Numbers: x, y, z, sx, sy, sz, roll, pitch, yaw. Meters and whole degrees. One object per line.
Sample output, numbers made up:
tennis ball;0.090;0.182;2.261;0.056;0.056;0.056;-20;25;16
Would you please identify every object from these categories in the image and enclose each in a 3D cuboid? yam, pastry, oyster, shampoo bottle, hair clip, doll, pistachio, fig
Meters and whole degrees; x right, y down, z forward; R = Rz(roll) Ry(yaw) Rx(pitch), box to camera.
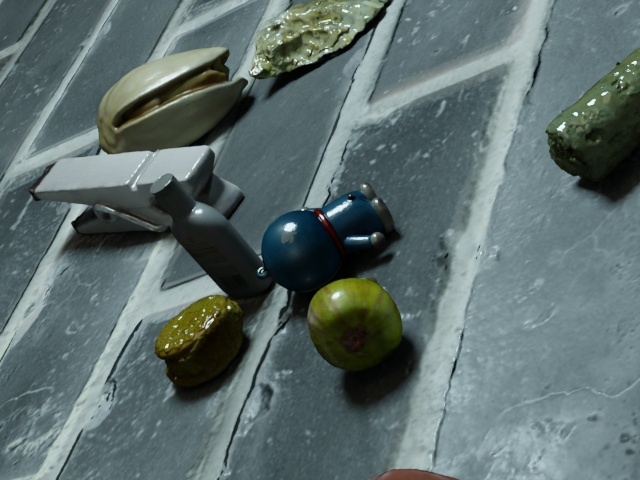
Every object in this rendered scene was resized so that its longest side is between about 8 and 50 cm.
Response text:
yam;0.292;-0.131;1.476;0.179;0.078;0.078;-42;27;-7
pastry;-0.127;0.104;1.657;0.109;0.057;0.097;-28;27;18
oyster;-0.003;-0.295;2.097;0.209;0.072;0.133;-28;32;18
shampoo bottle;-0.122;-0.005;1.696;0.080;0.165;0.040;-5;43;48
hair clip;-0.236;-0.059;2.003;0.331;0.101;0.085;1;43;49
doll;0.000;0.000;1.637;0.152;0.085;0.114;-31;38;-6
pistachio;-0.206;-0.183;2.121;0.223;0.126;0.152;-30;-7;16
fig;0.032;0.079;1.504;0.093;0.093;0.166;-40;-1;-1

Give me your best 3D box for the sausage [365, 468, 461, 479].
sausage;0.022;0.258;1.152;0.254;0.148;0.148;-35;27;4
